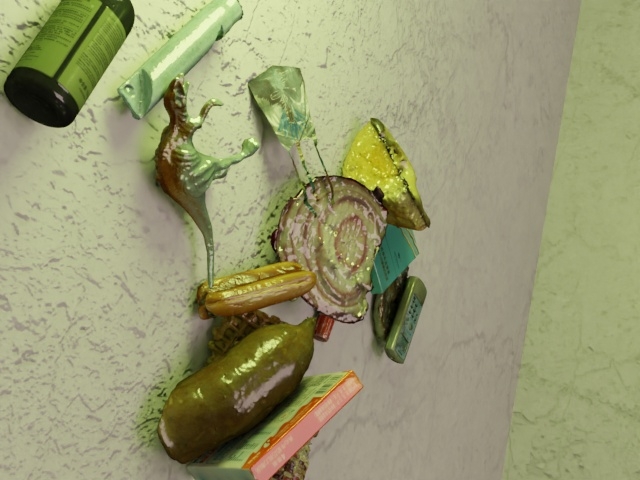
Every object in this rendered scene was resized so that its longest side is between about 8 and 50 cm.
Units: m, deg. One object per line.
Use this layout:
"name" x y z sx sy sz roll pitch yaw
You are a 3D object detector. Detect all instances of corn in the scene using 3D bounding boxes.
"corn" -0.059 0.447 1.821 0.098 0.098 0.289 57 48 -49

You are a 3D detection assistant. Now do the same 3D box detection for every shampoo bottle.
"shampoo bottle" -0.328 -0.292 1.173 0.101 0.101 0.283 57 48 -49
"shampoo bottle" 0.033 0.129 1.952 0.108 0.051 0.220 53 52 -52

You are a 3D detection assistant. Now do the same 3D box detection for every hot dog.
"hot dog" -0.119 0.096 1.582 0.250 0.100 0.068 -13 114 -34

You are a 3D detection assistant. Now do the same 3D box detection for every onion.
"onion" 0.000 0.000 1.798 0.280 0.146 0.314 32 68 -30

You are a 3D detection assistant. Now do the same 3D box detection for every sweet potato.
"sweet potato" -0.133 0.257 1.519 0.370 0.158 0.157 -32 130 -18

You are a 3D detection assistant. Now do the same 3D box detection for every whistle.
"whistle" -0.228 -0.310 1.384 0.312 0.062 0.062 -56 141 -38

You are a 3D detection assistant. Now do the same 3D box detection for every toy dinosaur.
"toy dinosaur" -0.206 -0.103 1.445 0.205 0.092 0.392 -25 131 -52

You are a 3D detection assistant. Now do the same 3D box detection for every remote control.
"remote control" 0.231 0.212 2.258 0.098 0.038 0.233 53 53 -49

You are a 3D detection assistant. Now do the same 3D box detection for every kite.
"kite" -0.037 -0.208 1.693 0.169 0.015 0.309 -38 109 -49

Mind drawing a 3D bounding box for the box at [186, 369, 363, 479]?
"box" -0.087 0.344 1.543 0.273 0.265 0.048 -39 100 -32

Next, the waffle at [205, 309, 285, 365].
"waffle" -0.133 0.217 1.616 0.191 0.038 0.191 -6 104 -24

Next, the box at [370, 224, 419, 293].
"box" 0.173 0.014 2.154 0.229 0.041 0.162 -41 119 -49

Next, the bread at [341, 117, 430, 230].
"bread" 0.151 -0.131 1.986 0.204 0.163 0.262 44 21 -50

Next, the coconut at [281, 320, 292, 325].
"coconut" -0.081 0.230 1.727 0.110 0.110 0.124 -54 133 -40

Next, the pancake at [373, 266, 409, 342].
"pancake" 0.204 0.163 2.276 0.254 0.037 0.253 -18 112 -57
